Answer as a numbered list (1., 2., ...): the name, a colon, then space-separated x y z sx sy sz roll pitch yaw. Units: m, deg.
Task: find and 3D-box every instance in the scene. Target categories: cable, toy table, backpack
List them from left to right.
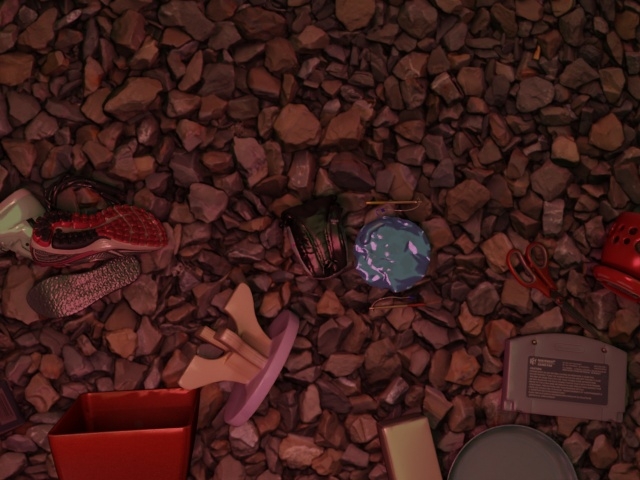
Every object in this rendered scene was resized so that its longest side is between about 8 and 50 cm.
1. cable: -0.540 -0.069 1.536 0.184 0.047 0.151 19 94 -32
2. toy table: -0.178 0.241 1.466 0.161 0.252 0.274 35 62 -16
3. backpack: 0.000 0.000 1.567 0.152 0.115 0.182 -20 86 4

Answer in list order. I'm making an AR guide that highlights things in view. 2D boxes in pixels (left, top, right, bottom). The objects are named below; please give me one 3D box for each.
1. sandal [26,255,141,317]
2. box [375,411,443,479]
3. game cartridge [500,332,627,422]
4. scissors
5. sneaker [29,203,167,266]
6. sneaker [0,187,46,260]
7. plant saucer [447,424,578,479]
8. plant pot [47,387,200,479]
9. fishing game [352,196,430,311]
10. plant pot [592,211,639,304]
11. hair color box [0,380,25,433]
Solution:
1. sandal: -0.531 0.107 1.541 0.254 0.054 0.097 -19 92 -17
2. box: 0.212 0.538 1.525 0.113 0.094 0.275 -11 83 -7
3. game cartridge: 0.578 0.320 1.610 0.294 0.060 0.196 7 85 -4
4. scissors: 0.562 0.138 1.651 0.109 0.021 0.297 -30 87 -11
5. sneaker: -0.487 -0.006 1.502 0.299 0.112 0.121 -1 52 -33
6. sneaker: -0.706 0.020 1.510 0.256 0.094 0.151 -44 91 -8
7. plant saucer: 0.439 0.586 1.566 0.317 0.044 0.318 1 82 -5
8. plant pot: -0.388 0.463 1.411 0.267 0.267 0.236 -3 95 -5
9. fishing game: 0.168 0.034 1.617 0.189 0.041 0.264 -6 89 2
10. plant pot: 0.754 0.050 1.598 0.191 0.191 0.174 31 90 -1
11. hair color box: -0.833 0.433 1.396 0.374 0.185 0.114 -28 86 -8
